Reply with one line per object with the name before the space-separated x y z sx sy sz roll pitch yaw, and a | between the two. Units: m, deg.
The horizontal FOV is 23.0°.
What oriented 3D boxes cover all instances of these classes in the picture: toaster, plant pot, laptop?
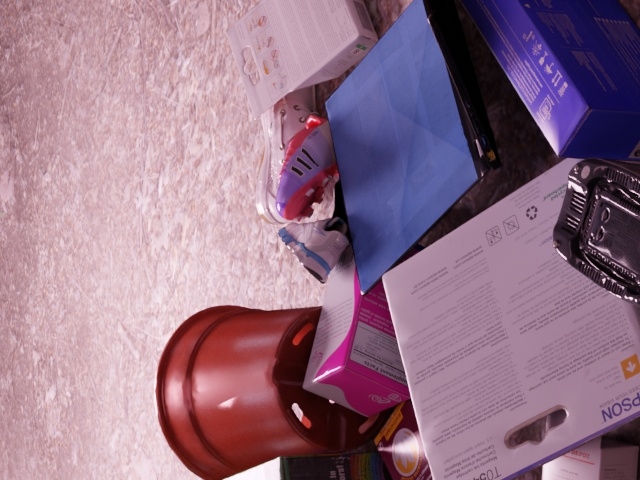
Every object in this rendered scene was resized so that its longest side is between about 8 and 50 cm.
toaster | 0.364 -0.004 1.653 0.227 0.146 0.129 36 120 54
plant pot | -0.052 0.208 2.228 0.265 0.272 0.272 -16 75 53
laptop | 0.069 -0.222 1.986 0.408 0.236 0.382 60 -166 -46

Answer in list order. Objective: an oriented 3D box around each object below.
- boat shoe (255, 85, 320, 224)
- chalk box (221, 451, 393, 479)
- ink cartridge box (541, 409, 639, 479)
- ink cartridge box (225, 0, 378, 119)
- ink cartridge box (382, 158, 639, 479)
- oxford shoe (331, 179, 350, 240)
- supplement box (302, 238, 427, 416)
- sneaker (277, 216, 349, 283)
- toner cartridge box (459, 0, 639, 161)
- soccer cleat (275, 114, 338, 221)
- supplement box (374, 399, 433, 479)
boat shoe | -0.031 -0.162 2.374 0.096 0.098 0.277 -1 84 44
chalk box | -0.018 0.389 2.123 0.179 0.289 0.180 -31 62 55
ink cartridge box | 0.309 0.281 1.810 0.104 0.062 0.181 8 96 59
ink cartridge box | -0.029 -0.305 2.345 0.225 0.056 0.181 -38 56 31
ink cartridge box | 0.239 0.114 1.841 0.324 0.071 0.330 -33 57 33
oxford shoe | 0.043 0.019 2.232 0.083 0.096 0.227 -7 84 57
supplement box | 0.069 0.107 2.095 0.111 0.114 0.220 -32 37 54
sneaker | 0.000 0.000 2.158 0.083 0.071 0.191 -47 20 0
toner cartridge box | 0.277 -0.234 1.794 0.075 0.165 0.347 -61 40 37
soccer cleat | -0.022 -0.104 2.226 0.095 0.248 0.083 31 125 7
supplement box | 0.156 0.300 2.043 0.104 0.081 0.188 -61 41 36
